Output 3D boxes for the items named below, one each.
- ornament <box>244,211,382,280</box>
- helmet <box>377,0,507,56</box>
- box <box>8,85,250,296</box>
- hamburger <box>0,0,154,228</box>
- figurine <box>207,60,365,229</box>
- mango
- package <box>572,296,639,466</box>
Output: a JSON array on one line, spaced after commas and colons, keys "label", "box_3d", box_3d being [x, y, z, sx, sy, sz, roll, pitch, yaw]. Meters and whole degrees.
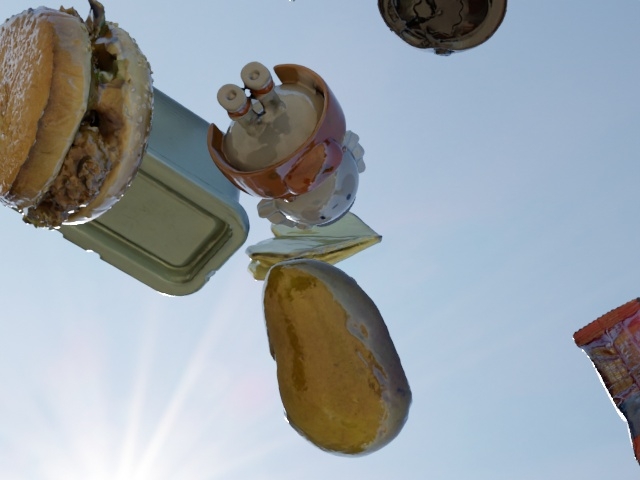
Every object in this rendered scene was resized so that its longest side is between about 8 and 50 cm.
[{"label": "ornament", "box_3d": [0.000, 0.000, 1.523, 0.180, 0.201, 0.059, 0, -67, 19]}, {"label": "helmet", "box_3d": [0.117, -0.223, 1.039, 0.123, 0.070, 0.098, 15, -91, 9]}, {"label": "box", "box_3d": [-0.235, -0.097, 1.318, 0.312, 0.182, 0.175, 33, -55, -18]}, {"label": "hamburger", "box_3d": [-0.212, -0.099, 0.912, 0.182, 0.118, 0.191, -65, -147, 25]}, {"label": "figurine", "box_3d": [-0.029, -0.090, 1.135, 0.143, 0.271, 0.143, -4, -107, 12]}, {"label": "mango", "box_3d": [0.015, 0.142, 1.330, 0.130, 0.167, 0.262, -13, -83, 66]}, {"label": "package", "box_3d": [0.314, 0.135, 1.064, 0.083, 0.022, 0.200, -37, -149, 15]}]
